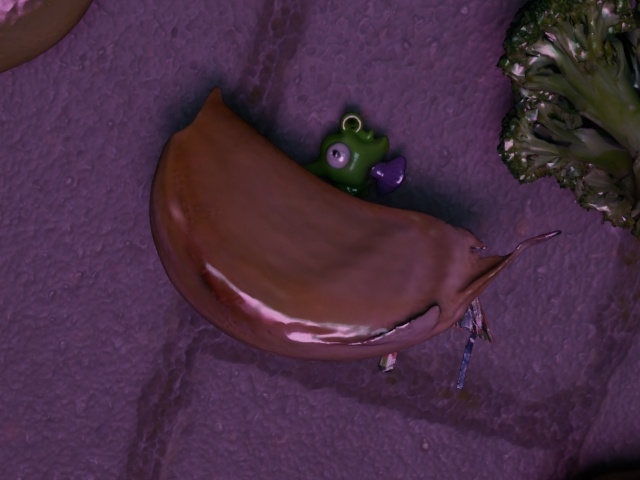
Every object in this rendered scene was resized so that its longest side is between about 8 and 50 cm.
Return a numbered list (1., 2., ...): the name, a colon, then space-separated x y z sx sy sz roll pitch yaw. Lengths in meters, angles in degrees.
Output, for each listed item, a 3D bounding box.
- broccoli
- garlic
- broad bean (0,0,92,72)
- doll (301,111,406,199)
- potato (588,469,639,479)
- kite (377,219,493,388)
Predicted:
1. broccoli: 0.272 -0.086 0.955 0.254 0.269 0.269 -15 105 15
2. garlic: 0.005 0.017 0.984 0.338 0.151 0.196 24 103 9
3. broad bean: -0.305 -0.226 0.977 0.263 0.121 0.189 -31 99 -9
4. doll: 0.004 -0.027 1.066 0.115 0.050 0.190 20 108 2
5. potato: 0.284 0.355 1.088 0.326 0.221 0.243 -40 105 13
6. kite: 0.087 0.055 1.108 0.182 0.010 0.160 19 104 -7
